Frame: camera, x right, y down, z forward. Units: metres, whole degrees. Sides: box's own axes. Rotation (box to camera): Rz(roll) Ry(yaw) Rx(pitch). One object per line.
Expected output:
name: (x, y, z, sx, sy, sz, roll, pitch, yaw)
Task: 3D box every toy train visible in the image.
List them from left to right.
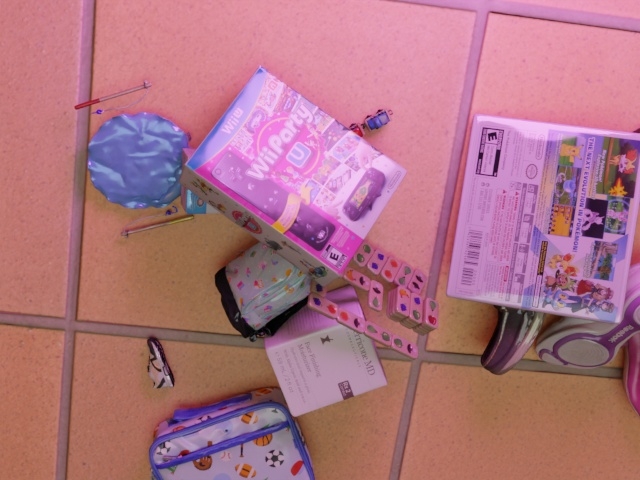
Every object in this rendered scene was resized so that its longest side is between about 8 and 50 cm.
toy train: (0.056, -0.188, 1.547, 0.158, 0.036, 0.027, -28, 108, 5)

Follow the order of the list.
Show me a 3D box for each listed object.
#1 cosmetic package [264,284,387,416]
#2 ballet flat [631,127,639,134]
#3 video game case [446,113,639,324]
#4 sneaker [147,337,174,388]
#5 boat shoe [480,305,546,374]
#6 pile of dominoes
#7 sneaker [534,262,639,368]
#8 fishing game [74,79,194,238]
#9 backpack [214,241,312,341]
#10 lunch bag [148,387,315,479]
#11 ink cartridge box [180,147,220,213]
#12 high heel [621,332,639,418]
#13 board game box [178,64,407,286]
cosmetic package: (0.006, 0.199, 1.614, 0.184, 0.151, 0.151, -20, 110, 2)
ballet flat: (0.584, -0.164, 1.573, 0.280, 0.095, 0.096, -22, 119, 14)
video game case: (0.391, -0.040, 1.530, 0.300, 0.036, 0.329, 9, 89, 11)
sneaker: (-0.311, 0.235, 1.662, 0.044, 0.040, 0.109, -14, 109, 3)
boat shoe: (0.362, 0.071, 1.623, 0.130, 0.132, 0.355, 23, 96, 3)
pile of dominoes: (0.100, 0.081, 1.546, 0.251, 0.196, 0.040, 28, 137, -23)
sneaker: (0.540, 0.138, 1.659, 0.114, 0.152, 0.305, 41, 125, -19)
fishing game: (-0.311, -0.141, 1.537, 0.189, 0.041, 0.264, -18, 116, 1)
backpack: (-0.089, 0.071, 1.547, 0.182, 0.152, 0.115, -31, 151, 9)
lunch bag: (-0.177, 0.420, 1.699, 0.303, 0.115, 0.243, -19, 107, 1)
ink cartridge box: (-0.149, -0.105, 1.536, 0.180, 0.060, 0.104, -2, 109, -19)
high heel: (0.639, 0.250, 1.716, 0.117, 0.082, 0.244, -25, 96, 15)
board game box: (-0.045, -0.105, 1.458, 0.303, 0.097, 0.224, 35, 71, -4)
